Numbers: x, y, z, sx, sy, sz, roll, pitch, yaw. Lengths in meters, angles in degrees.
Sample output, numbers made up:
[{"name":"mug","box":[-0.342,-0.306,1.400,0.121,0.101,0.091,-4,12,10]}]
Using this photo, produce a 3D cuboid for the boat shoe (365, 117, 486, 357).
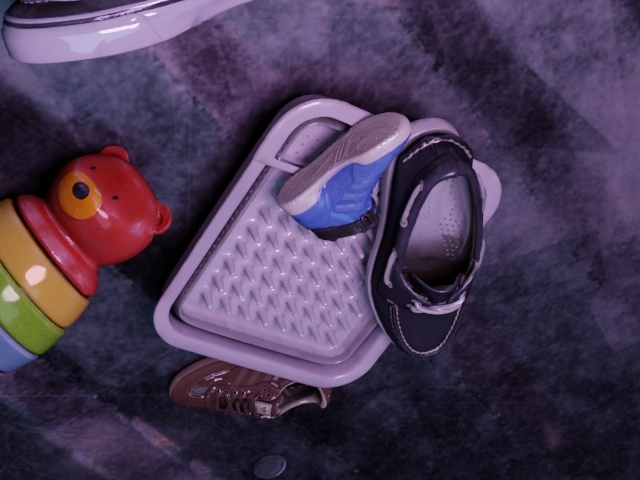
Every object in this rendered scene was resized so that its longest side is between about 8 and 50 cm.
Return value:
[{"name":"boat shoe","box":[0.110,0.022,1.245,0.114,0.091,0.302,-14,131,-9]}]

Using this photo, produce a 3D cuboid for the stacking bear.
[{"name":"stacking bear","box":[-0.284,0.024,1.160,0.289,0.175,0.164,-36,157,-3]}]

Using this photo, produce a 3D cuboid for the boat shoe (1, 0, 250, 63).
[{"name":"boat shoe","box":[-0.122,-0.254,1.037,0.335,0.121,0.119,-24,123,-14]}]

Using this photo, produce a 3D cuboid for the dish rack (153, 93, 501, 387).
[{"name":"dish rack","box":[0.000,0.000,1.295,0.286,0.072,0.333,20,118,-32]}]

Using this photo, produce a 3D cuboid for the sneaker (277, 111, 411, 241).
[{"name":"sneaker","box":[0.041,-0.056,1.177,0.152,0.058,0.084,-37,125,17]}]

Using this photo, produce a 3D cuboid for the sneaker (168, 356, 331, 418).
[{"name":"sneaker","box":[-0.078,0.172,1.401,0.188,0.071,0.066,-9,129,-14]}]
